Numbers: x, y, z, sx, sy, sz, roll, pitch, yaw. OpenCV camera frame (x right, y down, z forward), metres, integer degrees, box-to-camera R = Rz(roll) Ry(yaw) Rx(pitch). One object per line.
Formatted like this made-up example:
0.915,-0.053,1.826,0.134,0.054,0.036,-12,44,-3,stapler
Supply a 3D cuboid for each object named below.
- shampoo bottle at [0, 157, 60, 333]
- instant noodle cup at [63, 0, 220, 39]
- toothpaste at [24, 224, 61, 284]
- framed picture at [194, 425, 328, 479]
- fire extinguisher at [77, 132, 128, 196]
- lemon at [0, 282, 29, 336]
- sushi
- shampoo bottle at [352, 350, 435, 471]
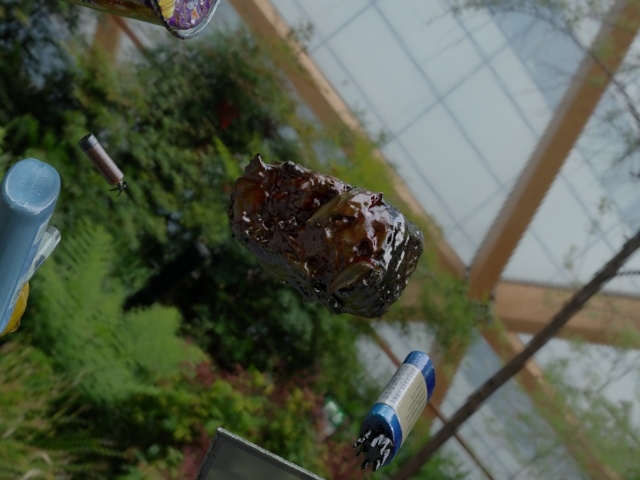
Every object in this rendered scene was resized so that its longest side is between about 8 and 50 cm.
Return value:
-0.353,0.038,1.205,0.061,0.258,0.104,22,29,-12,shampoo bottle
-0.277,-0.438,1.398,0.266,0.339,0.340,10,-15,12,instant noodle cup
-0.441,0.044,1.624,0.039,0.062,0.239,40,26,-11,toothpaste
-0.055,0.343,1.481,0.231,0.010,0.173,27,-43,0,framed picture
-0.262,-0.090,1.336,0.083,0.028,0.022,55,18,-25,fire extinguisher
-0.607,0.077,1.905,0.188,0.188,0.256,47,-7,47,lemon
0.000,0.000,1.660,0.343,0.196,0.182,24,-2,44,sushi
0.095,0.222,1.414,0.050,0.183,0.087,14,-56,22,shampoo bottle
